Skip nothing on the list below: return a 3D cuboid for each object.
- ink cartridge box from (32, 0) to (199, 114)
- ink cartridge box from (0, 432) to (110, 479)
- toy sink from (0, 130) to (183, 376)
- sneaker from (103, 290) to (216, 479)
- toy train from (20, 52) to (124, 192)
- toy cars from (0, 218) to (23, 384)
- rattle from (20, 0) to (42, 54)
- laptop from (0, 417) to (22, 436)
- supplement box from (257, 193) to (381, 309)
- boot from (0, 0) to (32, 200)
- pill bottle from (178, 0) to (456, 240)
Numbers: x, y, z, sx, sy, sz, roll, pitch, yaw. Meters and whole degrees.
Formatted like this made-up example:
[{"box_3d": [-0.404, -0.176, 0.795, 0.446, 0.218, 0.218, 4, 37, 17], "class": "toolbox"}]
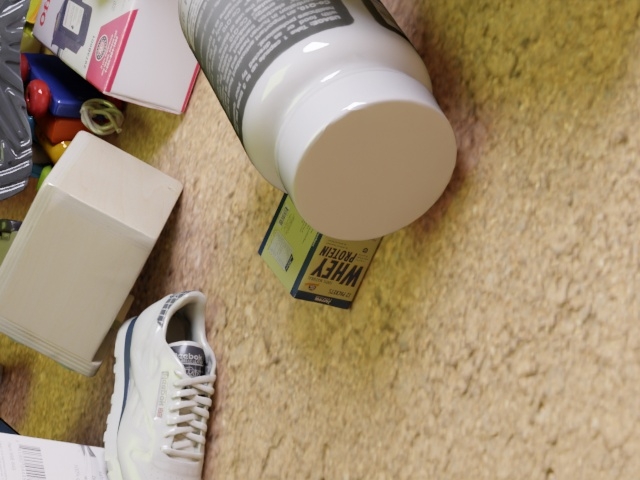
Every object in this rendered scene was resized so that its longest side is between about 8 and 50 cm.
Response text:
[{"box_3d": [-0.204, -0.254, 1.841, 0.237, 0.100, 0.172, 37, 110, 56], "class": "ink cartridge box"}, {"box_3d": [-0.234, 0.270, 1.589, 0.092, 0.218, 0.158, -53, 39, 35], "class": "ink cartridge box"}, {"box_3d": [-0.247, 0.037, 1.735, 0.234, 0.131, 0.153, -59, 6, 22], "class": "toy sink"}, {"box_3d": [-0.140, 0.160, 1.615, 0.095, 0.090, 0.235, -30, 56, 38], "class": "sneaker"}, {"box_3d": [-0.280, -0.105, 1.918, 0.248, 0.105, 0.143, 47, 129, 53], "class": "toy train"}, {"box_3d": [-0.361, 0.101, 1.984, 0.393, 0.087, 0.176, -50, 46, 32], "class": "toy cars"}, {"box_3d": [-0.337, -0.215, 2.105, 0.130, 0.143, 0.199, -71, -9, -67], "class": "rattle"}, {"box_3d": [-0.323, 0.315, 1.622, 0.236, 0.382, 0.408, -47, 50, -9], "class": "laptop"}, {"box_3d": [0.000, 0.000, 1.471, 0.083, 0.056, 0.083, 50, 121, 52], "class": "supplement box"}, {"box_3d": [-0.448, -0.219, 2.002, 0.445, 0.146, 0.367, -172, 82, -69], "class": "boot"}, {"box_3d": [-0.005, -0.135, 1.429, 0.161, 0.161, 0.283, -60, 36, 26], "class": "pill bottle"}]
